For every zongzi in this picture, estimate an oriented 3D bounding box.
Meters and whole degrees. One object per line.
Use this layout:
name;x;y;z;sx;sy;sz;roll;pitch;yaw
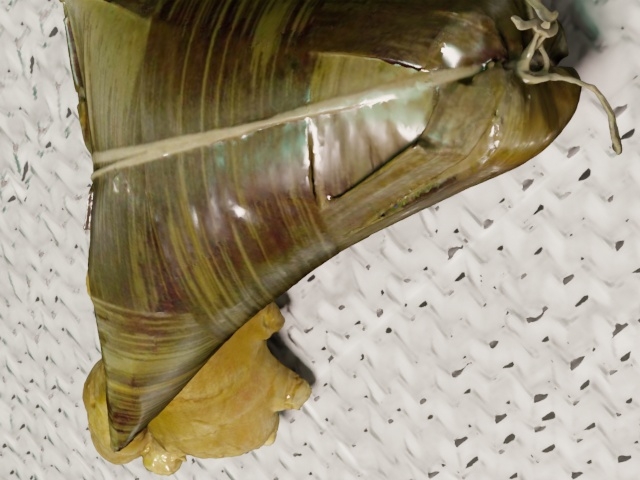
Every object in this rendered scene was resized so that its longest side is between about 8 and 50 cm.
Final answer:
zongzi;0.000;0.000;0.670;0.248;0.111;0.241;10;107;35

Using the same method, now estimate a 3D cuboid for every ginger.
ginger;-0.069;0.048;0.810;0.115;0.081;0.205;32;131;31
